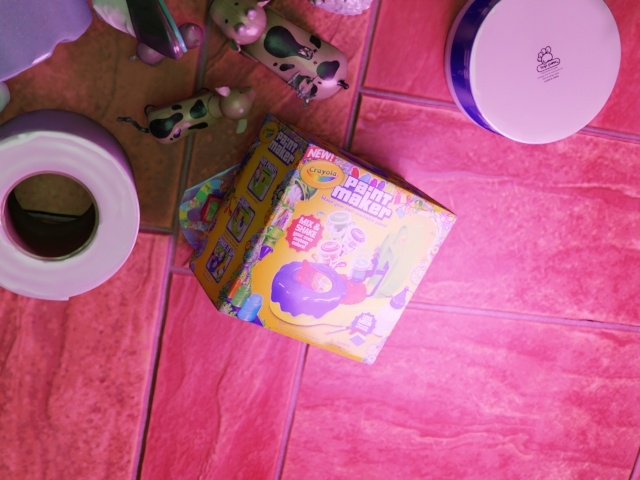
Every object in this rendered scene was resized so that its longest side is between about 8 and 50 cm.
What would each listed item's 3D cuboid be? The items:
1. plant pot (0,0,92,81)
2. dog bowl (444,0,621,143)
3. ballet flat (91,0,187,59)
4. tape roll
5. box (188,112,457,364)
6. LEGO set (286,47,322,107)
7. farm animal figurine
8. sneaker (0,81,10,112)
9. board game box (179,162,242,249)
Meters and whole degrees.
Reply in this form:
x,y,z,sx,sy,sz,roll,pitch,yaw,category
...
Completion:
x,y,z,sx,sy,sz,roll,pitch,yaw,category
-0.467,-0.376,1.088,0.341,0.341,0.334,-24,120,-5,plant pot
0.340,-0.292,1.425,0.265,0.104,0.265,-5,109,-13,dog bowl
-0.271,-0.352,1.206,0.096,0.095,0.280,-22,73,-5,ballet flat
-0.389,-0.057,1.285,0.246,0.169,0.246,-5,110,-13,tape roll
0.000,0.000,1.376,0.290,0.177,0.279,22,101,-30,box
-0.023,-0.230,1.245,0.054,0.023,0.083,14,98,-34,LEGO set
-0.100,-0.276,1.281,0.327,0.172,0.330,11,105,-18,farm animal figurine
-0.553,-0.190,1.226,0.232,0.115,0.090,-5,109,-12,sneaker
-0.142,-0.042,1.426,0.169,0.033,0.133,-27,113,-5,board game box
